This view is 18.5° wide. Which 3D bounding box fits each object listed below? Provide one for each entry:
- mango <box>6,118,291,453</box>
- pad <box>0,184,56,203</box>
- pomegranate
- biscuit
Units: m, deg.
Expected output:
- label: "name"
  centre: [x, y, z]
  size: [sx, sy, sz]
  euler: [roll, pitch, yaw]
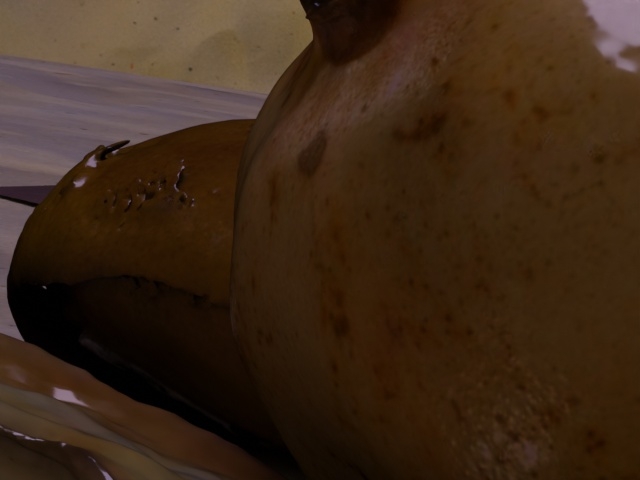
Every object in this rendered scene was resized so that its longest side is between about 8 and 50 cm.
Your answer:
- label: "mango"
  centre: [-0.028, 0.021, 0.845]
  size: [0.248, 0.151, 0.156]
  euler: [8, -26, 40]
- label: "pad"
  centre: [-0.149, -0.022, 1.410]
  size: [0.187, 0.006, 0.113]
  euler: [12, 10, 31]
- label: "pomegranate"
  centre: [0.090, 0.003, 0.627]
  size: [0.264, 0.264, 0.264]
  euler: [9, 8, -1]
- label: "biscuit"
  centre: [-0.037, 0.080, 0.523]
  size: [0.299, 0.045, 0.154]
  euler: [26, 3, 29]
